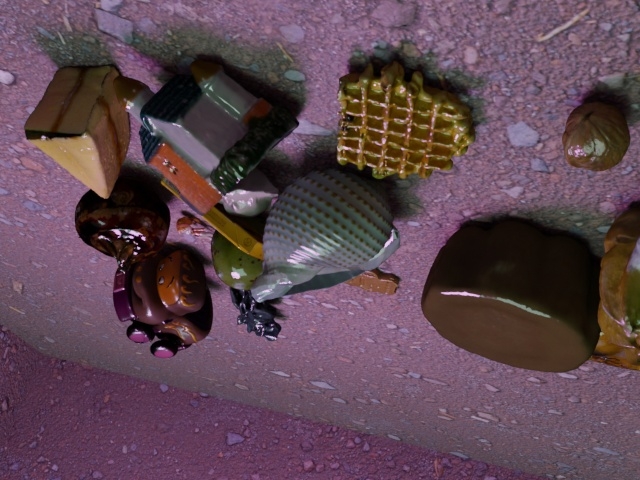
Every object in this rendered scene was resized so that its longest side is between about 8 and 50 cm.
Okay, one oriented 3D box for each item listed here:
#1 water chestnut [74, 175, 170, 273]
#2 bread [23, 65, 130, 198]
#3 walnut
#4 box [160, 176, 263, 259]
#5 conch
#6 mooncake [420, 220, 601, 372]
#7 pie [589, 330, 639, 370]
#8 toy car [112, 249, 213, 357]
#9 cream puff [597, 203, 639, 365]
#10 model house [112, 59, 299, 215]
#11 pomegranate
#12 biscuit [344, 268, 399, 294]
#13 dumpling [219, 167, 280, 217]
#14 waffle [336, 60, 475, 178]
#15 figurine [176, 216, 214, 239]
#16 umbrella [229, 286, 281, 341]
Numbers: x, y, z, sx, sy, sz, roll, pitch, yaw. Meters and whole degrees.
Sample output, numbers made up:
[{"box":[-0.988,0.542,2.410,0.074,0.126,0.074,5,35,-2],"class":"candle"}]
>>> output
[{"box":[-0.462,-0.036,1.943,0.224,0.238,0.223,6,149,3],"class":"water chestnut"},{"box":[-0.420,-0.207,1.629,0.163,0.167,0.264,3,155,29],"class":"bread"},{"box":[0.414,-0.153,1.241,0.105,0.105,0.124,7,154,22],"class":"walnut"},{"box":[-0.211,-0.048,1.779,0.269,0.043,0.152,39,-175,22],"class":"box"},{"box":[-0.001,-0.016,1.661,0.319,0.215,0.303,-21,160,10],"class":"conch"},{"box":[0.402,0.112,1.714,0.379,0.200,0.378,19,156,9],"class":"mooncake"},{"box":[0.703,0.249,1.934,0.274,0.069,0.273,16,155,8],"class":"pie"},{"box":[-0.410,0.162,2.338,0.241,0.271,0.341,-18,145,22],"class":"toy car"},{"box":[0.641,0.105,1.426,0.379,0.275,0.378,12,155,6],"class":"cream puff"},{"box":[-0.230,-0.221,1.499,0.301,0.190,0.271,40,155,-11],"class":"model house"},{"box":[-0.147,0.028,1.948,0.224,0.181,0.181,1,161,-18],"class":"pomegranate"},{"box":[0.108,0.096,2.070,0.184,0.027,0.133,20,157,-4],"class":"biscuit"},{"box":[-0.169,-0.096,1.714,0.127,0.108,0.188,-15,-163,-29],"class":"dumpling"},{"box":[0.120,-0.197,1.396,0.283,0.065,0.310,32,149,-33],"class":"waffle"},{"box":[-0.313,-0.028,2.073,0.109,0.047,0.064,24,149,-35],"class":"figurine"},{"box":[-0.195,0.195,2.409,0.143,0.094,0.348,10,153,7],"class":"umbrella"}]
